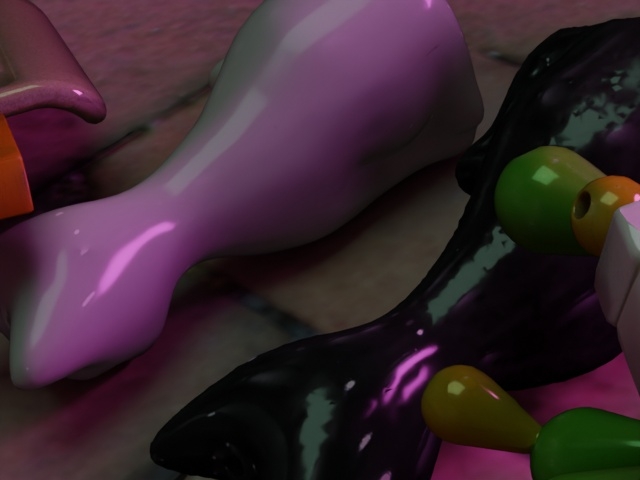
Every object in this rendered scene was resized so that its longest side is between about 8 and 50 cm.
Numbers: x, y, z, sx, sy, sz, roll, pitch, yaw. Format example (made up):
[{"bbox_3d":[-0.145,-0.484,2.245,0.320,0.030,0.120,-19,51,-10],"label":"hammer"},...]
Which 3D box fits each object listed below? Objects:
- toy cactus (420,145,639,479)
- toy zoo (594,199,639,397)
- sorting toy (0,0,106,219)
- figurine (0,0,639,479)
[{"bbox_3d":[0.133,0.048,0.417,0.180,0.112,0.219,-26,44,-8],"label":"toy cactus"},{"bbox_3d":[0.174,0.066,0.330,0.192,0.030,0.293,-8,54,-9],"label":"toy zoo"},{"bbox_3d":[-0.199,-0.033,0.663,0.229,0.041,0.307,-14,20,-11],"label":"sorting toy"},{"bbox_3d":[0.000,0.000,0.563,0.209,0.092,0.215,-39,40,-26],"label":"figurine"}]
